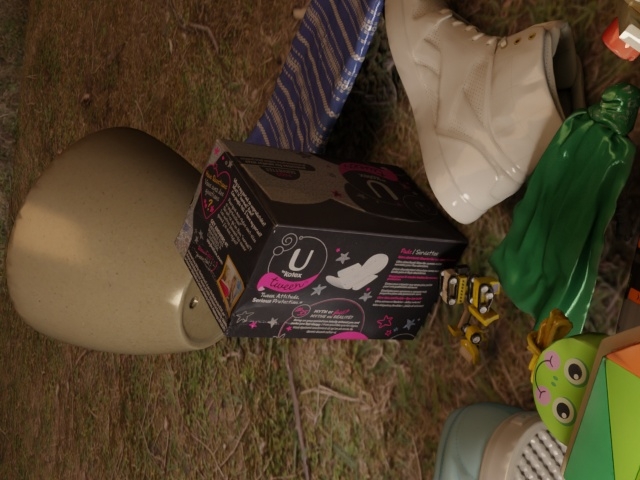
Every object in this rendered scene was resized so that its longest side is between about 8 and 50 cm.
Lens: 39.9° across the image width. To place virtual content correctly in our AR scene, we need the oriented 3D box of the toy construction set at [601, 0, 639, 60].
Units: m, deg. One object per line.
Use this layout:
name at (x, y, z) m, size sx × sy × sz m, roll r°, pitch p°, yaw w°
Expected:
toy construction set at (0.323, -0.236, 0.560) m, size 0.328 × 0.151 × 0.215 m, roll -39°, pitch 32°, yaw 29°

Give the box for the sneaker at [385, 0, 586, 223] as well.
sneaker at (0.168, -0.177, 0.862) m, size 0.169 × 0.108 × 0.292 m, roll -33°, pitch 56°, yaw 33°

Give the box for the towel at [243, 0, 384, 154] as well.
towel at (-0.019, -0.192, 1.101) m, size 0.243 × 0.040 × 0.336 m, roll -104°, pitch 34°, yaw -53°

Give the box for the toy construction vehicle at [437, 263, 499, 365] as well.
toy construction vehicle at (0.151, 0.067, 0.876) m, size 0.086 × 0.035 × 0.098 m, roll -133°, pitch 36°, yaw -58°

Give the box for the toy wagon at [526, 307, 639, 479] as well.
toy wagon at (0.244, 0.153, 0.547) m, size 0.344 × 0.068 × 0.267 m, roll 35°, pitch 123°, yaw 45°

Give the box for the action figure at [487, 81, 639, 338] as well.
action figure at (0.218, -0.029, 0.748) m, size 0.137 × 0.063 × 0.232 m, roll 53°, pitch 145°, yaw 41°

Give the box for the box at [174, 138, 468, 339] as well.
box at (0.000, 0.000, 0.935) m, size 0.163 × 0.247 × 0.142 m, roll 54°, pitch 127°, yaw 43°

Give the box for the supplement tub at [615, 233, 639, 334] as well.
supplement tub at (0.290, 0.003, 0.635) m, size 0.117 × 0.117 × 0.190 m, roll 22°, pitch 104°, yaw 54°

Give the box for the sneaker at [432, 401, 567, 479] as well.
sneaker at (0.146, 0.328, 0.811) m, size 0.150 × 0.135 × 0.365 m, roll 6°, pitch 82°, yaw 63°

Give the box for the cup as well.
cup at (-0.232, 0.031, 1.252) m, size 0.237 × 0.331 × 0.331 m, roll 23°, pitch 107°, yaw 26°
